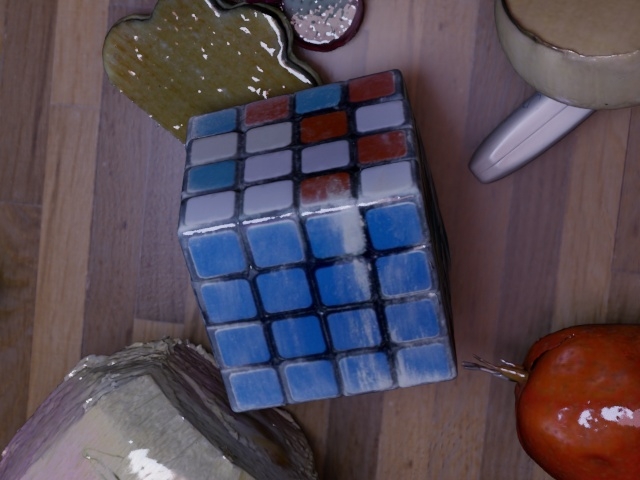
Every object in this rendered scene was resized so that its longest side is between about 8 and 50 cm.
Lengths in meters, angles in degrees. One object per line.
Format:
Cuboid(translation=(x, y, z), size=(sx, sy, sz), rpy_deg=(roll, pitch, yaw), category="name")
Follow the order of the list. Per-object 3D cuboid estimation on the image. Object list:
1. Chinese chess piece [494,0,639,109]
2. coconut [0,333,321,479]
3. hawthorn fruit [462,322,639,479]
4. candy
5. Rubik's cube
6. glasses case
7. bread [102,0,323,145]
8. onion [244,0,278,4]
Cuboid(translation=(0.311, -0.258, 1.608), size=(0.250, 0.103, 0.249), rpy_deg=(-8, 56, 12), category="Chinese chess piece")
Cuboid(translation=(-0.188, 0.333, 1.662), size=(0.405, 0.404, 0.404), rpy_deg=(1, 97, 7), category="coconut")
Cuboid(translation=(0.303, 0.183, 1.675), size=(0.299, 0.211, 0.211), rpy_deg=(17, 98, 14), category="hawthorn fruit")
Cuboid(translation=(0.000, -0.269, 1.732), size=(0.103, 0.043, 0.103), rpy_deg=(1, 97, 8), category="candy")
Cuboid(translation=(0.001, 0.000, 1.618), size=(0.256, 0.253, 0.259), rpy_deg=(-11, 123, 7), category="Rubik's cube")
Cuboid(translation=(0.265, -0.147, 1.690), size=(0.233, 0.092, 0.059), rpy_deg=(-38, 93, 11), category="glasses case")
Cuboid(translation=(-0.106, -0.188, 1.733), size=(0.286, 0.056, 0.207), rpy_deg=(42, 113, -2), category="bread")
Cuboid(translation=(-0.088, -0.437, 1.536), size=(0.399, 0.420, 0.398), rpy_deg=(2, 103, 11), category="onion")
